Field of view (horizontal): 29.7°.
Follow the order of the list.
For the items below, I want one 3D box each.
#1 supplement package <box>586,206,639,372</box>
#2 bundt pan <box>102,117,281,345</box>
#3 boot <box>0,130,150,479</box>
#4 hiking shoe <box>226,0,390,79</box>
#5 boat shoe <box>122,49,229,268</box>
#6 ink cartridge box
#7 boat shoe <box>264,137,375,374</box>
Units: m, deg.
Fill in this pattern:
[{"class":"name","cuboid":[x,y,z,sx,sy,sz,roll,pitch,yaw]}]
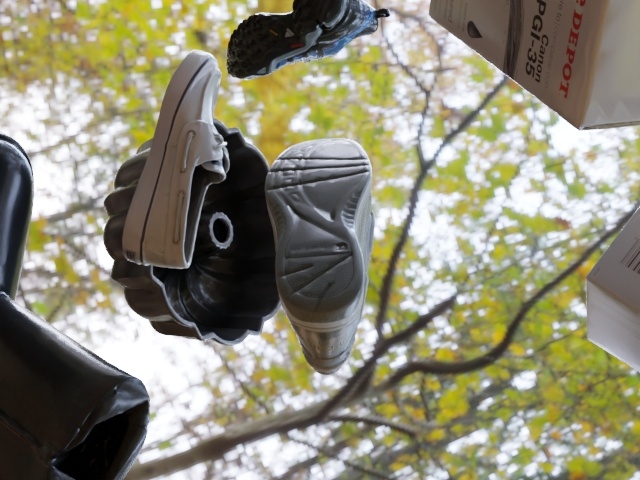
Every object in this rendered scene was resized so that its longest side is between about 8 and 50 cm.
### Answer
[{"class":"supplement package","cuboid":[0.363,0.065,1.326,0.105,0.105,0.179,33,-16,25]},{"class":"bundt pan","cuboid":[-0.188,-0.007,1.745,0.124,0.330,0.331,-9,-85,36]},{"class":"boot","cuboid":[-0.354,0.098,1.450,0.445,0.146,0.367,31,-73,48]},{"class":"hiking shoe","cuboid":[-0.035,-0.325,1.997,0.304,0.132,0.113,-16,-114,46]},{"class":"boat shoe","cuboid":[-0.150,-0.094,1.404,0.088,0.268,0.096,12,-21,11]},{"class":"ink cartridge box","cuboid":[0.222,-0.251,1.090,0.283,0.117,0.207,-129,-143,-51]},{"class":"boat shoe","cuboid":[0.003,0.001,1.301,0.320,0.118,0.103,-94,180,-51]}]
